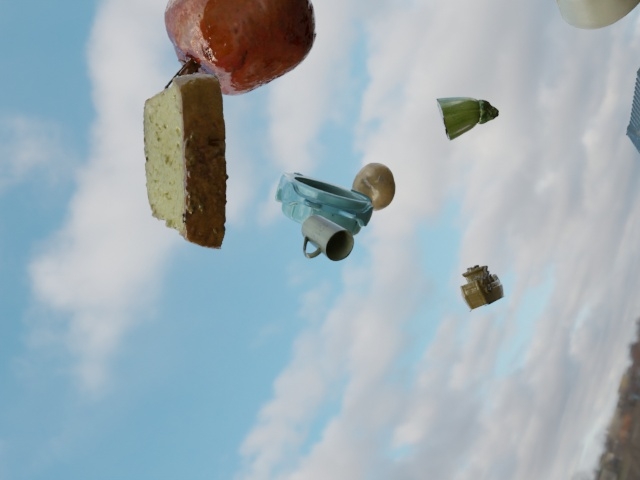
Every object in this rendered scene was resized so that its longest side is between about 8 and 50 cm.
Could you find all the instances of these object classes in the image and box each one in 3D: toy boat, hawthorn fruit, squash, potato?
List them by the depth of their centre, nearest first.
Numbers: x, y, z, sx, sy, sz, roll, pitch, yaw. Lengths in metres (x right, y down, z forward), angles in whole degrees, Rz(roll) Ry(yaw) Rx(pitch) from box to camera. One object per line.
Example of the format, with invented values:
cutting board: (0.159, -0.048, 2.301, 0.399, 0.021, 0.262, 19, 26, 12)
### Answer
hawthorn fruit: (-0.135, -0.307, 1.251, 0.299, 0.211, 0.211, -46, -34, -22)
toy boat: (0.279, 0.078, 1.501, 0.072, 0.065, 0.206, 70, -162, 5)
squash: (0.342, -0.295, 1.975, 0.105, 0.132, 0.105, -16, -90, -81)
potato: (0.135, -0.135, 2.192, 0.112, 0.112, 0.147, -52, -20, -38)

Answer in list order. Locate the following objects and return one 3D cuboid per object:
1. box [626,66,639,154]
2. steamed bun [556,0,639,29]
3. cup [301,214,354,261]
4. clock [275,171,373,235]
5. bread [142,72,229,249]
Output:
box: (0.736, -0.252, 1.800, 0.138, 0.178, 0.274, -20, -37, -4)
steamed bun: (0.680, -0.625, 2.036, 0.241, 0.164, 0.146, -54, -47, -15)
cup: (0.004, 0.002, 1.396, 0.054, 0.083, 0.075, 38, -92, -40)
clock: (0.007, -0.080, 1.991, 0.274, 0.224, 0.094, -101, 27, -77)
bread: (-0.144, -0.084, 0.926, 0.065, 0.103, 0.187, -7, -80, -36)
